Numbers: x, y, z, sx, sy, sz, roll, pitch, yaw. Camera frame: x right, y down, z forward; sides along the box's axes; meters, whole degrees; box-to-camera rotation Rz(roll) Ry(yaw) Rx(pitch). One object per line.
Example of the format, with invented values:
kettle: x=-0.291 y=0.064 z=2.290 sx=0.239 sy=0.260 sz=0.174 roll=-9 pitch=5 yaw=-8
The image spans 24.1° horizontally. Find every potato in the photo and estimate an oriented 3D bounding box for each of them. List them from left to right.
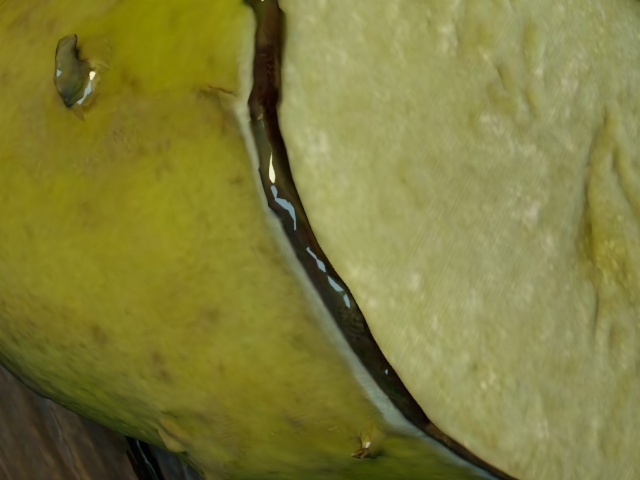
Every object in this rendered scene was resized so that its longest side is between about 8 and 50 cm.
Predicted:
potato: x=0.000 y=0.000 z=0.733 sx=0.296 sy=0.289 sz=0.397 roll=-13 pitch=149 yaw=41
